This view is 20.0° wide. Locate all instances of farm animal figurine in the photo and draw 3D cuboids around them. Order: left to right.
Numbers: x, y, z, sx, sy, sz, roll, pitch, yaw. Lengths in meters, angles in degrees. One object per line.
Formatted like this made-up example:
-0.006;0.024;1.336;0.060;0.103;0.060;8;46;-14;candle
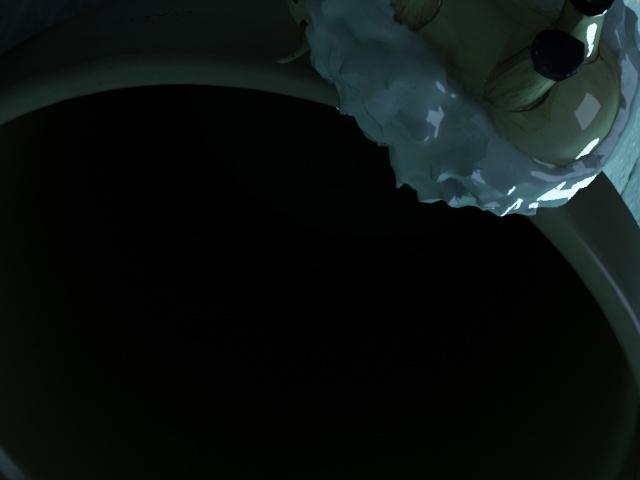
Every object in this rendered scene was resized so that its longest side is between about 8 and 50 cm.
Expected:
0.014;-0.209;0.597;0.330;0.327;0.172;-56;-179;-17;farm animal figurine

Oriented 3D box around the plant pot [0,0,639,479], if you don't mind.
-0.006;-0.004;0.786;0.280;0.323;0.323;-73;173;-53;plant pot
